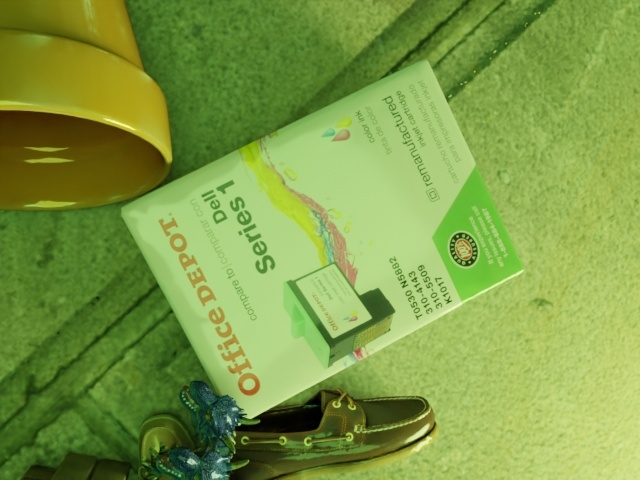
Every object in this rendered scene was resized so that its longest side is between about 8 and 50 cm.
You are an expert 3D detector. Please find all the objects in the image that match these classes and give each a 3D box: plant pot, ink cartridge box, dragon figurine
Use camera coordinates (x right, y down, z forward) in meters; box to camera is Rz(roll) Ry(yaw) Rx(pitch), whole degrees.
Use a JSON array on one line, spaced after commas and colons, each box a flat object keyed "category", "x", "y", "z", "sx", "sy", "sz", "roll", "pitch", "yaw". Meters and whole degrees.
[{"category": "plant pot", "x": -0.225, "y": -0.142, "z": 0.468, "sx": 0.205, "sy": 0.205, "sz": 0.188, "roll": -5, "pitch": 77, "yaw": -9}, {"category": "ink cartridge box", "x": 0.000, "y": 0.000, "z": 0.534, "sx": 0.278, "sy": 0.117, "sz": 0.201, "roll": -27, "pitch": 96, "yaw": -6}, {"category": "dragon figurine", "x": -0.070, "y": 0.238, "z": 0.486, "sx": 0.085, "sy": 0.144, "sz": 0.289, "roll": -49, "pitch": 122, "yaw": -45}]

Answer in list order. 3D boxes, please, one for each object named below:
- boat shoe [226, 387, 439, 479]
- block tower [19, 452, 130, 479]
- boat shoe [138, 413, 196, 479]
[{"category": "boat shoe", "x": 0.007, "y": 0.176, "z": 0.563, "sx": 0.207, "sy": 0.073, "sz": 0.073, "roll": -13, "pitch": 96, "yaw": -8}, {"category": "block tower", "x": -0.253, "y": 0.363, "z": 0.521, "sx": 0.091, "sy": 0.097, "sz": 0.336, "roll": 14, "pitch": 88, "yaw": -9}, {"category": "boat shoe", "x": -0.136, "y": 0.238, "z": 0.555, "sx": 0.056, "sy": 0.048, "sz": 0.153, "roll": -6, "pitch": 93, "yaw": -9}]
